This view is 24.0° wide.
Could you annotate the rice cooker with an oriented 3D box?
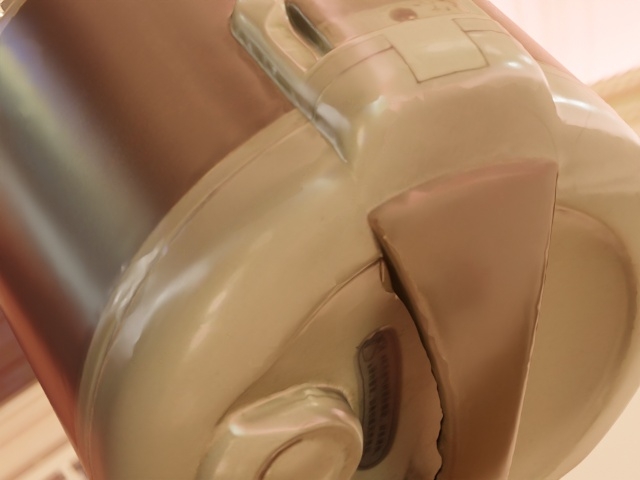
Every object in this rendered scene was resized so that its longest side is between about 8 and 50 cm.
[{"bbox_3d":[0.000,0.000,0.778,0.325,0.335,0.335,52,-13,43],"label":"rice cooker"}]
